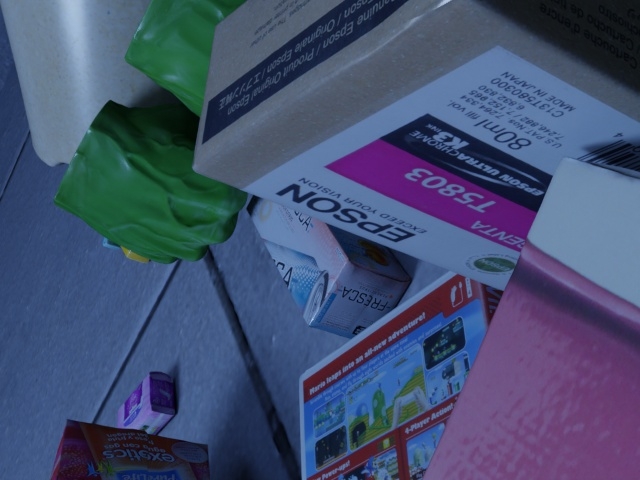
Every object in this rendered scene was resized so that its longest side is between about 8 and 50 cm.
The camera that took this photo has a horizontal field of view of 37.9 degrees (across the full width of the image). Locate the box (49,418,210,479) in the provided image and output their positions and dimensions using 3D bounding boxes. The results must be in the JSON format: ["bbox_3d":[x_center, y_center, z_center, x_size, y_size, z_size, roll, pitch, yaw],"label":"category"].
[{"bbox_3d":[-0.173,0.288,0.732,0.128,0.123,0.257,-118,43,-70],"label":"box"}]

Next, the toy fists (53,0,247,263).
[{"bbox_3d":[-0.098,-0.096,0.755,0.279,0.142,0.096,-54,9,28],"label":"toy fists"}]

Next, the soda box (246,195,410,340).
[{"bbox_3d":[0.000,0.000,0.727,0.063,0.058,0.183,-60,30,18],"label":"soda box"}]

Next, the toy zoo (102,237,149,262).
[{"bbox_3d":[-0.197,-0.106,1.149,0.293,0.030,0.192,-59,32,21],"label":"toy zoo"}]

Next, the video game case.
[{"bbox_3d":[0.054,0.176,0.568,0.204,0.025,0.285,-41,42,43],"label":"video game case"}]

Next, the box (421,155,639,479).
[{"bbox_3d":[0.132,0.106,0.348,0.127,0.149,0.232,32,101,61],"label":"box"}]

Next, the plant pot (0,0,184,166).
[{"bbox_3d":[-0.167,-0.232,0.878,0.334,0.334,0.305,-132,39,-57],"label":"plant pot"}]

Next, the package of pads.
[{"bbox_3d":[-0.180,0.177,0.958,0.083,0.032,0.050,-49,38,35],"label":"package of pads"}]

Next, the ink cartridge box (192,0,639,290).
[{"bbox_3d":[0.089,-0.057,0.426,0.193,0.235,0.088,-25,52,53],"label":"ink cartridge box"}]
